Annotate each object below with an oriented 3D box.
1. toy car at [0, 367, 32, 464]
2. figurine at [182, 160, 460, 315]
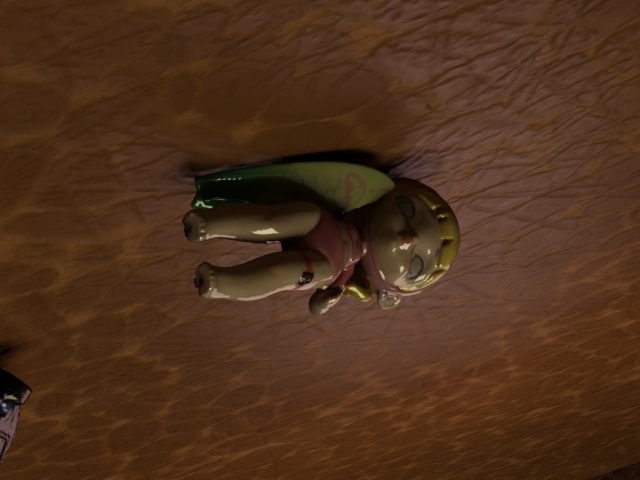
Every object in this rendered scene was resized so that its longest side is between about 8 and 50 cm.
[{"bbox_3d":[-0.217,0.095,0.738,0.103,0.063,0.216,-60,168,-13],"label":"toy car"},{"bbox_3d":[0.000,0.000,0.710,0.187,0.083,0.083,-8,159,-47],"label":"figurine"}]
